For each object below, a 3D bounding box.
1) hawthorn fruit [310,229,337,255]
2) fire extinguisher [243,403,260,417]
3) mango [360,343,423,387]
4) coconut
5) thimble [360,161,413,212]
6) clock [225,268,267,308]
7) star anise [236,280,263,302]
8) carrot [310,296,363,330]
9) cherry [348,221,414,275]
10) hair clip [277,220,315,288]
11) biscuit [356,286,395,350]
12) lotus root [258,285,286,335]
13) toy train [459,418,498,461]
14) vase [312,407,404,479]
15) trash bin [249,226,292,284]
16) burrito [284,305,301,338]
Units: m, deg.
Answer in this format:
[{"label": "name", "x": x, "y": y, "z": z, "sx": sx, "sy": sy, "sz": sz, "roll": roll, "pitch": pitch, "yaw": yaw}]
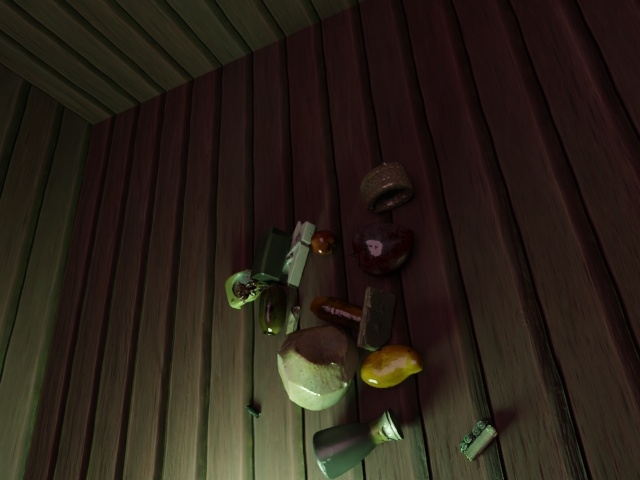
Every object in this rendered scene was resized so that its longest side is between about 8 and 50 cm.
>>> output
[{"label": "hawthorn fruit", "x": 0.010, "y": 0.011, "z": 1.990, "sx": 0.140, "sy": 0.125, "sz": 0.125, "roll": -8, "pitch": 65, "yaw": 37}, {"label": "fire extinguisher", "x": -0.304, "y": 0.760, "z": 1.889, "sx": 0.083, "sy": 0.025, "sz": 0.038, "roll": 24, "pitch": 44, "yaw": 32}, {"label": "mango", "x": 0.280, "y": 0.495, "z": 1.660, "sx": 0.262, "sy": 0.109, "sz": 0.157, "roll": -17, "pitch": 50, "yaw": 19}, {"label": "coconut", "x": -0.010, "y": 0.496, "z": 1.689, "sx": 0.352, "sy": 0.352, "sz": 0.352, "roll": -10, "pitch": 65, "yaw": 23}, {"label": "thimble", "x": 0.299, "y": -0.239, "z": 1.908, "sx": 0.229, "sy": 0.196, "sz": 0.148, "roll": -42, "pitch": 48, "yaw": 42}, {"label": "clock", "x": -0.362, "y": 0.228, "z": 2.113, "sx": 0.232, "sy": 0.069, "sz": 0.170, "roll": -27, "pitch": 59, "yaw": 13}, {"label": "star anise", "x": -0.334, "y": 0.236, "z": 2.010, "sx": 0.191, "sy": 0.070, "sz": 0.097, "roll": -15, "pitch": 54, "yaw": 32}, {"label": "carrot", "x": 0.101, "y": 0.317, "z": 1.819, "sx": 0.302, "sy": 0.114, "sz": 0.114, "roll": 13, "pitch": 76, "yaw": 29}, {"label": "cherry", "x": 0.264, "y": 0.032, "z": 1.803, "sx": 0.300, "sy": 0.203, "sz": 0.230, "roll": -24, "pitch": 53, "yaw": 6}, {"label": "hair clip", "x": -0.118, "y": 0.064, "z": 2.043, "sx": 0.101, "sy": 0.085, "sz": 0.331, "roll": 6, "pitch": 76, "yaw": 50}, {"label": "biscuit", "x": 0.230, "y": 0.325, "z": 1.721, "sx": 0.052, "sy": 0.150, "sz": 0.252, "roll": -17, "pitch": 55, "yaw": 54}, {"label": "lotus root", "x": -0.224, "y": 0.327, "z": 1.972, "sx": 0.124, "sy": 0.123, "sz": 0.241, "roll": -25, "pitch": 59, "yaw": 49}, {"label": "toy train", "x": 0.552, "y": 0.699, "z": 1.477, "sx": 0.148, "sy": 0.038, "sz": 0.071, "roll": -49, "pitch": 56, "yaw": 2}, {"label": "vase", "x": 0.146, "y": 0.757, "z": 1.593, "sx": 0.321, "sy": 0.173, "sz": 0.173, "roll": -26, "pitch": 60, "yaw": 7}, {"label": "trash bin", "x": -0.246, "y": 0.079, "z": 2.041, "sx": 0.164, "sy": 0.122, "sz": 0.240, "roll": -24, "pitch": 48, "yaw": 55}, {"label": "burrito", "x": -0.129, "y": 0.385, "z": 1.948, "sx": 0.051, "sy": 0.042, "sz": 0.171, "roll": -1, "pitch": 72, "yaw": 30}]
